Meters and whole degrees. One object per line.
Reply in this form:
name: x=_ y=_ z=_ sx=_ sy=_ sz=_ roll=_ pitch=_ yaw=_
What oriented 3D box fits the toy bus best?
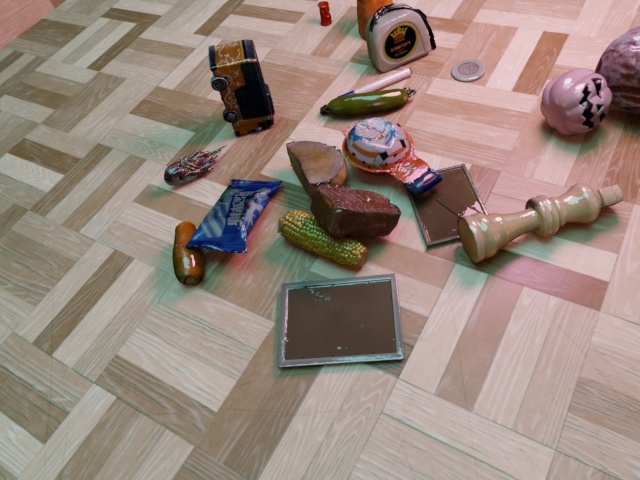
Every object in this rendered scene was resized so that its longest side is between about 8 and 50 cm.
toy bus: x=-0.249 y=-0.483 z=1.696 sx=0.167 sy=0.275 sz=0.138 roll=-13 pitch=51 yaw=-1

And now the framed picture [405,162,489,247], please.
framed picture: x=0.339 y=-0.100 z=1.428 sx=0.184 sy=0.016 sz=0.250 roll=-15 pitch=52 yaw=2

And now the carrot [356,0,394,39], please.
carrot: x=0.195 y=-0.854 z=1.910 sx=0.159 sy=0.225 sz=0.159 roll=-10 pitch=50 yaw=12

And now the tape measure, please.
tape measure: x=0.269 y=-0.703 z=1.787 sx=0.235 sy=0.207 sz=0.115 roll=-25 pitch=49 yaw=-3

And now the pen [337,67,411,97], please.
pen: x=0.181 y=-0.515 z=1.770 sx=0.269 sy=0.033 sz=0.033 roll=-24 pitch=52 yaw=-5

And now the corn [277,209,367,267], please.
corn: x=0.003 y=-0.004 z=1.389 sx=0.260 sy=0.091 sz=0.091 roll=27 pitch=80 yaw=24

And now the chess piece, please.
chess piece: x=0.541 y=-0.062 z=1.293 sx=0.397 sy=0.117 sz=0.117 roll=-18 pitch=51 yaw=-2

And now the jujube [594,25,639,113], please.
jujube: x=0.897 y=-0.444 z=1.414 sx=0.308 sy=0.246 sz=0.215 roll=24 pitch=93 yaw=37

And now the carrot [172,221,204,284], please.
carrot: x=-0.365 y=0.030 z=1.452 sx=0.087 sy=0.087 sz=0.193 roll=-18 pitch=54 yaw=0

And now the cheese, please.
cheese: x=0.194 y=-0.240 z=1.493 sx=0.217 sy=0.129 sz=0.329 roll=-33 pitch=58 yaw=-20

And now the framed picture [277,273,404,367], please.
framed picture: x=0.046 y=0.191 z=1.274 sx=0.296 sy=0.019 sz=0.232 roll=-5 pitch=53 yaw=9

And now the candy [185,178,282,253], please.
candy: x=-0.233 y=-0.079 z=1.495 sx=0.187 sy=0.077 sz=0.331 roll=4 pitch=38 yaw=18

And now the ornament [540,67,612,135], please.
ornament: x=0.704 y=-0.383 z=1.457 sx=0.177 sy=0.177 sz=0.177 roll=-7 pitch=52 yaw=8

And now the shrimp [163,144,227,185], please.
shrimp: x=-0.392 y=-0.246 z=1.677 sx=0.233 sy=0.079 sz=0.090 roll=-36 pitch=58 yaw=-21

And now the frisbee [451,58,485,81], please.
frisbee: x=0.485 y=-0.560 z=1.743 sx=0.110 sy=0.014 sz=0.110 roll=-6 pitch=53 yaw=8

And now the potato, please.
potato: x=0.000 y=-0.208 z=1.540 sx=0.138 sy=0.098 sz=0.243 roll=-21 pitch=45 yaw=-8

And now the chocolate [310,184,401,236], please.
chocolate: x=0.091 y=-0.070 z=1.365 sx=0.214 sy=0.093 sz=0.148 roll=5 pitch=30 yaw=-31

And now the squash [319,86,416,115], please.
squash: x=0.150 y=-0.439 z=1.697 sx=0.318 sy=0.080 sz=0.071 roll=-7 pitch=90 yaw=9

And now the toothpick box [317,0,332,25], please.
toothpick box: x=0.016 y=-0.879 z=2.054 sx=0.047 sy=0.083 sz=0.047 roll=-6 pitch=53 yaw=8
